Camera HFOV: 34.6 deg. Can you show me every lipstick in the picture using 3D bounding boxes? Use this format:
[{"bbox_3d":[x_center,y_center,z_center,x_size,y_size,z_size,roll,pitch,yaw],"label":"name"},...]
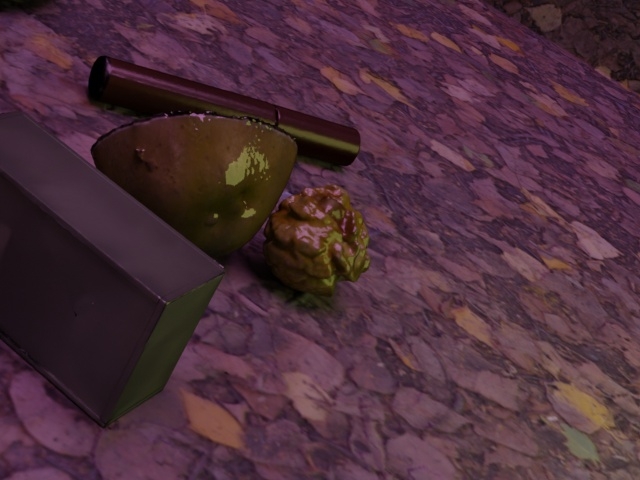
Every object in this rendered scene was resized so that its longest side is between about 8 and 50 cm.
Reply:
[{"bbox_3d":[-0.111,-0.156,1.274,0.357,0.057,0.057,12,32,-29],"label":"lipstick"}]

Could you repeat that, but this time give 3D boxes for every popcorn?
[{"bbox_3d":[0.000,0.000,1.055,0.106,0.116,0.121,29,1,26],"label":"popcorn"}]

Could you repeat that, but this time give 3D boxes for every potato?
[{"bbox_3d":[-0.117,-0.041,1.000,0.202,0.182,0.117,11,64,-48],"label":"potato"}]

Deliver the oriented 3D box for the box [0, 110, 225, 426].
[{"bbox_3d":[-0.204,0.017,0.808,0.225,0.129,0.086,37,28,13],"label":"box"}]
